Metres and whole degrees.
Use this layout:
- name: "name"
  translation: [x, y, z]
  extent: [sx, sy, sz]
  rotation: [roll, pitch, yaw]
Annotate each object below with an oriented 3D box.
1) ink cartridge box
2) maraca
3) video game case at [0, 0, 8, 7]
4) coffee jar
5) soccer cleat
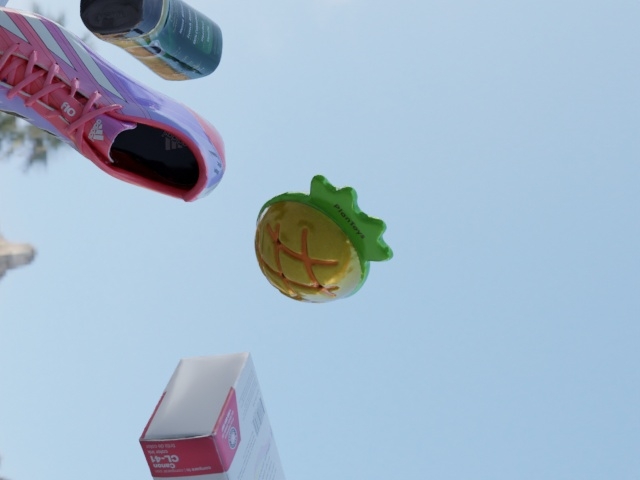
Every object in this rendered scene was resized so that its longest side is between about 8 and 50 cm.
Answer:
- name: "ink cartridge box"
  translation: [-0.155, 0.362, 1.761]
  extent: [0.131, 0.226, 0.306]
  rotation: [-6, -64, 14]
- name: "maraca"
  translation: [0.000, 0.000, 1.098]
  extent: [0.127, 0.099, 0.185]
  rotation: [45, -34, -7]
- name: "video game case"
  translation: [-0.468, -0.444, 1.393]
  extent: [0.036, 0.300, 0.329]
  rotation: [-10, -135, 31]
- name: "coffee jar"
  translation: [-0.193, -0.248, 1.294]
  extent: [0.096, 0.184, 0.079]
  rotation: [-3, -102, 22]
- name: "soccer cleat"
  translation: [-0.184, -0.103, 0.847]
  extent: [0.083, 0.248, 0.095]
  rotation: [-59, -168, 15]
